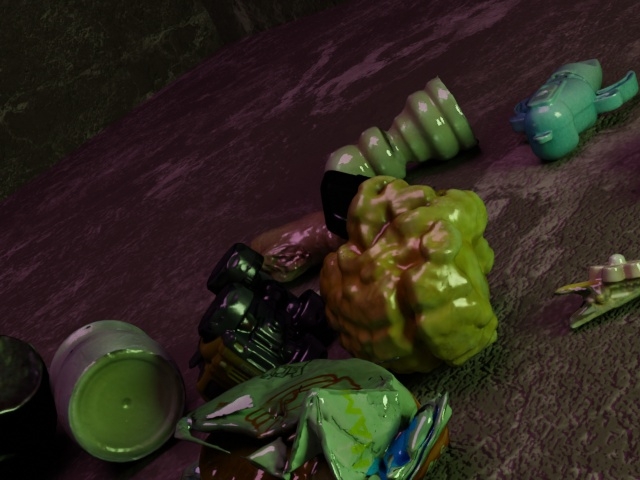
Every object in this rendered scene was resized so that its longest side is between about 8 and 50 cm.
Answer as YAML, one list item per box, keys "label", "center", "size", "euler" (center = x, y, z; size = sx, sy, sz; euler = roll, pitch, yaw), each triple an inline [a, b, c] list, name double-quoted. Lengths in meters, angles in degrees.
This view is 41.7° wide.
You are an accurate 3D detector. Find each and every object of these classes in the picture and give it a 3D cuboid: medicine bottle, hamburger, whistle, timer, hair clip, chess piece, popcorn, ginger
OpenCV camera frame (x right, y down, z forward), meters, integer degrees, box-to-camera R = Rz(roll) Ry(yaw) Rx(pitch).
- label: "medicine bottle"
  center: [-0.247, 0.178, 1.014]
  size: [0.147, 0.147, 0.143]
  euler: [-35, 22, -18]
- label: "hamburger"
  center: [-0.033, 0.183, 0.760]
  size: [0.276, 0.150, 0.260]
  euler: [-33, 21, -10]
- label: "whistle"
  center: [0.360, -0.204, 1.239]
  size: [0.186, 0.093, 0.274]
  euler: [-10, 25, 37]
- label: "timer"
  center: [0.077, -0.046, 1.166]
  size: [0.144, 0.055, 0.187]
  euler: [14, 22, -10]
- label: "hair clip"
  center: [0.331, 0.027, 0.814]
  size: [0.214, 0.056, 0.062]
  euler: [-22, -10, 15]
- label: "chess piece"
  center: [0.120, -0.146, 1.358]
  size: [0.243, 0.133, 0.133]
  euler: [-32, 22, 8]
- label: "popcorn"
  center: [0.085, 0.032, 0.888]
  size: [0.200, 0.203, 0.226]
  euler: [-14, 15, 15]
- label: "ginger"
  center: [0.000, -0.003, 1.226]
  size: [0.213, 0.074, 0.137]
  euler: [-17, 35, 28]

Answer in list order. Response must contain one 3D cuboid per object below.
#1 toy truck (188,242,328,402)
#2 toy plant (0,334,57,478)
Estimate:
- label: "toy truck"
  center: [-0.089, 0.122, 0.990]
  size: [0.165, 0.147, 0.224]
  euler: [-50, 13, 17]
- label: "toy plant"
  center: [-0.434, 0.239, 1.070]
  size: [0.218, 0.175, 0.235]
  euler: [-40, -17, -48]
